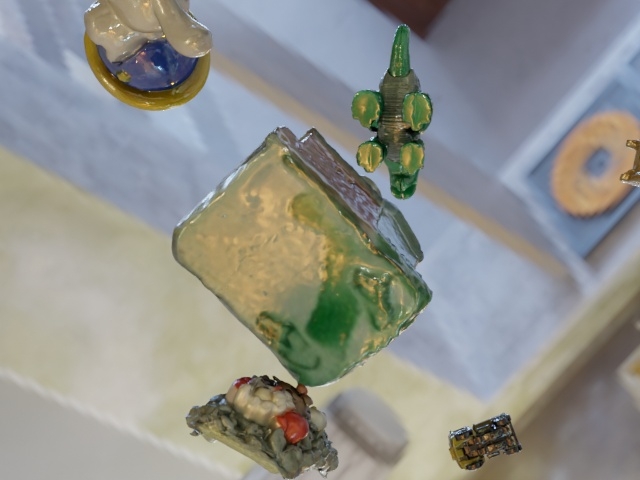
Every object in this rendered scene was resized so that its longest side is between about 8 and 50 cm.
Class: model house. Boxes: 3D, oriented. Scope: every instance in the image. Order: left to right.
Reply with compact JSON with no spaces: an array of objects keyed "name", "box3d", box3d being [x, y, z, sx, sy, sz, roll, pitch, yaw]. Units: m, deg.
[{"name":"model house","box3d":[0.000,0.000,2.247,0.267,0.194,0.325,46,-163,-3]}]

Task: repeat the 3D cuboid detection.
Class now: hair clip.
[{"name":"hair clip","box3d":[-0.043,0.188,1.961,0.138,0.091,0.321,27,179,9]}]

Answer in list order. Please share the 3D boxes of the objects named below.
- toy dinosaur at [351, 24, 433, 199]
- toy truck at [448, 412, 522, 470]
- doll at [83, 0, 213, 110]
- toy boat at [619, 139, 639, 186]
[{"name":"toy dinosaur","box3d":[0.058,-0.093,1.381,0.059,0.132,0.096,3,-171,9]},{"name":"toy truck","box3d":[0.195,0.242,2.257,0.054,0.083,0.049,-119,8,-83]},{"name":"doll","box3d":[-0.260,-0.311,2.485,0.311,0.159,0.242,61,177,16]},{"name":"toy boat","box3d":[0.471,-0.077,2.225,0.226,0.068,0.088,11,172,21]}]
